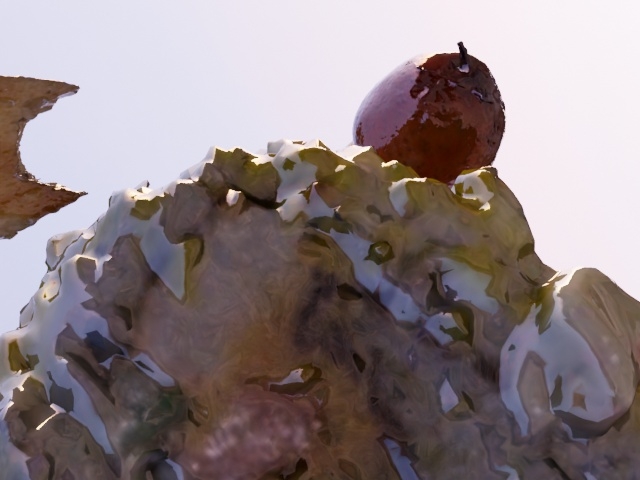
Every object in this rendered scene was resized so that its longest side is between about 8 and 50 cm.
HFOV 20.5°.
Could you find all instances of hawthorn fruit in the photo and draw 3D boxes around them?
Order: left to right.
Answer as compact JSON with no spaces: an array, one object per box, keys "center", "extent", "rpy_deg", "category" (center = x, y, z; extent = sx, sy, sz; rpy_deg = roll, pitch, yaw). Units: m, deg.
[{"center":[0.065,-0.066,0.969],"extent":[0.081,0.093,0.081],"rpy_deg":[14,-124,-21],"category":"hawthorn fruit"}]

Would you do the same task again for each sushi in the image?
[{"center":[0.007,0.149,0.861],"extent":[0.396,0.351,0.240],"rpy_deg":[50,166,6],"category":"sushi"}]

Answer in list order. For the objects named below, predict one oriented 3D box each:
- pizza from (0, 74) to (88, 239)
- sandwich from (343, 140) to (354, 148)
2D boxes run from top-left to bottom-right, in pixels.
[{"center":[-0.280,-0.050,1.186],"extent":[0.181,0.262,0.034],"rpy_deg":[69,162,0],"category":"pizza"},{"center":[0.000,0.000,1.234],"extent":[0.063,0.212,0.245],"rpy_deg":[37,-171,16],"category":"sandwich"}]
